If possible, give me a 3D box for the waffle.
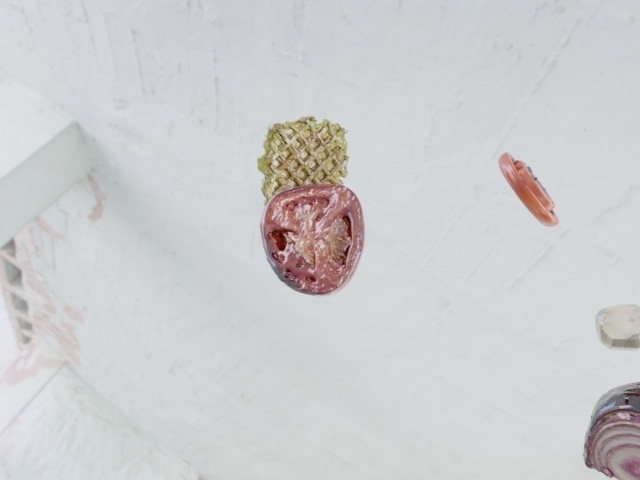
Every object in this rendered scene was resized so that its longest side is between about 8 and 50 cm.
[{"bbox_3d":[-0.039,-0.182,1.359,0.052,0.254,0.245,26,-62,57],"label":"waffle"}]

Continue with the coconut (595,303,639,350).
[{"bbox_3d":[0.680,0.192,1.221,0.124,0.110,0.110,-9,-49,21],"label":"coconut"}]

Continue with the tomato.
[{"bbox_3d":[-0.006,0.006,0.841,0.166,0.174,0.082,-6,-20,18],"label":"tomato"}]

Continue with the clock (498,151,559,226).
[{"bbox_3d":[0.485,-0.120,1.274,0.051,0.205,0.205,-37,-73,26],"label":"clock"}]

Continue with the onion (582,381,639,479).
[{"bbox_3d":[0.684,0.390,1.152,0.216,0.206,0.207,11,-69,40],"label":"onion"}]
